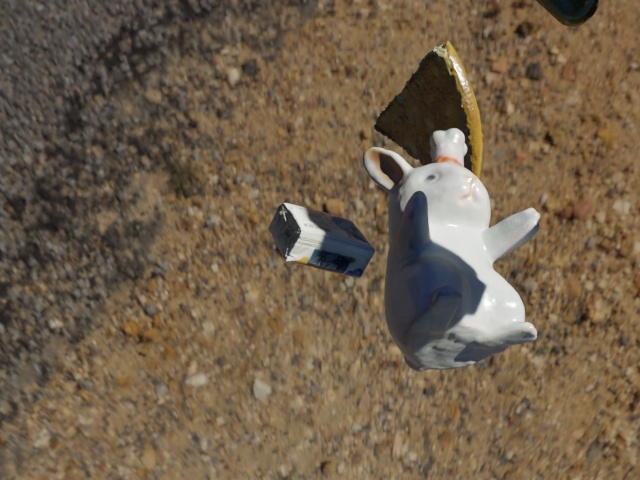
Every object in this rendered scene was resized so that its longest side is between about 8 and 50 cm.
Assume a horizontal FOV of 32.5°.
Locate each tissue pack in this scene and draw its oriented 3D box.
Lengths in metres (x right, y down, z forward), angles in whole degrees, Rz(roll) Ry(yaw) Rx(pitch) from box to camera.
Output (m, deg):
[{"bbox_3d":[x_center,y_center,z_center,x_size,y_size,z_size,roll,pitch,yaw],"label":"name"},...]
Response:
[{"bbox_3d":[0.000,0.000,1.024,0.083,0.042,0.062,15,25,-31],"label":"tissue pack"}]

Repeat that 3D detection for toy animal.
[{"bbox_3d":[0.124,-0.016,1.090,0.140,0.138,0.282,14,62,-26],"label":"toy animal"}]

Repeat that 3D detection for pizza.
[{"bbox_3d":[0.133,-0.134,1.336,0.036,0.176,0.184,-21,95,-34],"label":"pizza"}]

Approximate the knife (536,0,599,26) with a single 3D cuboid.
[{"bbox_3d":[0.027,-0.242,0.637,0.061,0.027,0.343,-40,81,-24],"label":"knife"}]
